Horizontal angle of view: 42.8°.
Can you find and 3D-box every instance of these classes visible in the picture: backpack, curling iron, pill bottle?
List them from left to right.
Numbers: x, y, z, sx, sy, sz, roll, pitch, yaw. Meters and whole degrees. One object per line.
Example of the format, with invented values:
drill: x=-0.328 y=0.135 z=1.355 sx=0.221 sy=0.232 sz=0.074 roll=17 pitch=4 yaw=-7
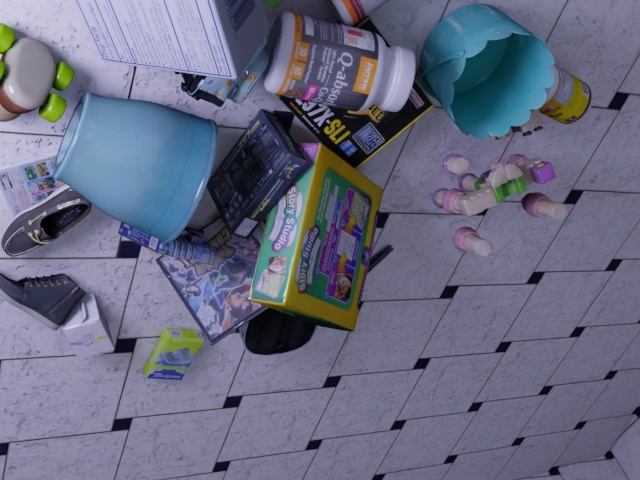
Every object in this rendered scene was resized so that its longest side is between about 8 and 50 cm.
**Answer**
backpack: x=-0.183 y=-0.370 z=1.581 sx=0.144 sy=0.165 sz=0.188 roll=12 pitch=125 yaw=-37
backpack: x=-0.113 y=0.171 z=2.117 sx=0.225 sy=0.191 sz=0.253 roll=-5 pitch=125 yaw=-22
pill bottle: x=0.036 y=-0.347 z=1.625 sx=0.279 sy=0.162 sz=0.162 roll=9 pitch=126 yaw=-16
curling iron: x=0.090 y=0.099 z=2.277 sx=0.274 sy=0.035 sz=0.068 roll=-33 pitch=138 yaw=3
pill bottle: x=0.111 y=-0.533 z=1.624 sx=0.221 sy=0.121 sz=0.121 roll=-35 pitch=138 yaw=3
pill bottle: x=0.574 y=-0.373 z=2.038 sx=0.215 sy=0.117 sz=0.117 roll=15 pitch=121 yaw=-38

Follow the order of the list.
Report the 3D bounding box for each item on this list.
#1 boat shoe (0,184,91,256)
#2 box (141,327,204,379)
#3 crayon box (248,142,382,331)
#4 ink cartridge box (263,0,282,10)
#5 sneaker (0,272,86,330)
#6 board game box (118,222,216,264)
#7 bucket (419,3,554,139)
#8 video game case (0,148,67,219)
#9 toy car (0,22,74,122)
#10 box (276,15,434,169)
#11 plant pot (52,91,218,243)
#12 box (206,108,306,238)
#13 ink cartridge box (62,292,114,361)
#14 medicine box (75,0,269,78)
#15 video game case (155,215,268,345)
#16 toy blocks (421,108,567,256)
boat shoe: x=-0.580 y=-0.035 z=1.721 sx=0.228 sy=0.068 sz=0.081 roll=-37 pitch=137 yaw=6
box: x=-0.401 y=0.314 z=2.204 sx=0.109 sy=0.042 sz=0.178 roll=11 pitch=123 yaw=-35
crayon box: x=0.000 y=0.000 z=1.874 sx=0.313 sy=0.106 sz=0.362 roll=29 pitch=70 yaw=-54
ink cartridge box: x=-0.143 y=-0.502 z=1.467 sx=0.062 sy=0.109 sz=0.209 roll=-42 pitch=161 yaw=16
sneaker: x=-0.648 y=0.099 z=1.851 sx=0.118 sy=0.083 sz=0.222 roll=-52 pitch=129 yaw=-7
board game box: x=-0.322 y=-0.002 z=1.841 sx=0.194 sy=0.194 sz=0.060 roll=14 pitch=95 yaw=-42
bucket: x=0.371 y=-0.389 z=1.862 sx=0.281 sy=0.183 sz=0.281 roll=-15 pitch=135 yaw=-16
video game case: x=-0.590 y=-0.109 z=1.713 sx=0.143 sy=0.019 sz=0.157 roll=-18 pitch=136 yaw=-14
toy car: x=-0.581 y=-0.279 z=1.508 sx=0.188 sy=0.148 sz=0.155 roll=-21 pitch=142 yaw=35
box: x=0.075 y=-0.330 z=1.832 sx=0.257 sy=0.079 sz=0.322 roll=-37 pitch=137 yaw=10
plant pot: x=-0.377 y=-0.162 z=1.617 sx=0.255 sy=0.271 sz=0.271 roll=21 pitch=118 yaw=-25
box: x=-0.146 y=-0.147 z=1.802 sx=0.059 sy=0.183 sz=0.232 roll=21 pitch=117 yaw=-41
ink cartridge box: x=-0.567 y=0.203 z=1.969 sx=0.090 sy=0.092 sz=0.143 roll=-20 pitch=135 yaw=-10
medicine box: x=-0.265 y=-0.433 z=1.374 sx=0.263 sy=0.289 sz=0.149 roll=76 pitch=33 yaw=-49
video game case: x=-0.214 y=0.073 z=1.955 sx=0.275 sy=0.248 sz=0.035 roll=-34 pitch=178 yaw=3
toy blocks: x=0.424 y=-0.160 z=2.093 sx=0.289 sy=0.260 sz=0.308 roll=-25 pitch=107 yaw=-9
